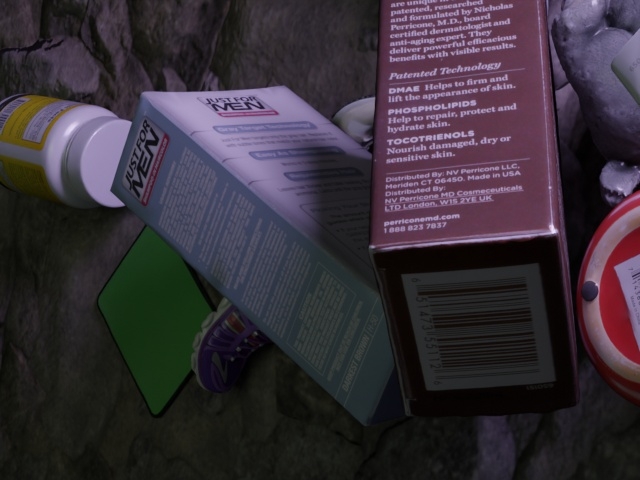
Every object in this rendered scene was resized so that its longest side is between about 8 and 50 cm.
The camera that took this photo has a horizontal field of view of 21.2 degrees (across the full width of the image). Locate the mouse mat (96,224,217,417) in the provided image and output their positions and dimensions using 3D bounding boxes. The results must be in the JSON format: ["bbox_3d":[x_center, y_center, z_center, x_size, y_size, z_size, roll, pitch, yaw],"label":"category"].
[{"bbox_3d":[-0.182,0.082,1.893,0.153,0.007,0.190,-53,51,28],"label":"mouse mat"}]

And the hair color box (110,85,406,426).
[{"bbox_3d":[0.000,0.000,1.533,0.374,0.185,0.114,41,122,34],"label":"hair color box"}]

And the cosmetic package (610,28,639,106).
[{"bbox_3d":[0.382,-0.055,1.029,0.156,0.385,0.217,-50,53,31],"label":"cosmetic package"}]

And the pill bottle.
[{"bbox_3d":[-0.290,-0.100,1.957,0.208,0.119,0.119,14,94,47],"label":"pill bottle"}]

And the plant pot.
[{"bbox_3d":[0.301,0.046,1.258,0.191,0.174,0.191,-9,77,44],"label":"plant pot"}]

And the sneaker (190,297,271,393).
[{"bbox_3d":[-0.073,0.089,1.732,0.071,0.068,0.170,43,114,36],"label":"sneaker"}]

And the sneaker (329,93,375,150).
[{"bbox_3d":[0.030,-0.087,1.666,0.161,0.057,0.075,-28,81,40],"label":"sneaker"}]

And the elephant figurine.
[{"bbox_3d":[0.311,-0.165,1.307,0.239,0.169,0.186,-20,98,27],"label":"elephant figurine"}]

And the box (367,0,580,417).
[{"bbox_3d":[0.119,-0.069,1.330,0.143,0.191,0.381,-4,44,11],"label":"box"}]
